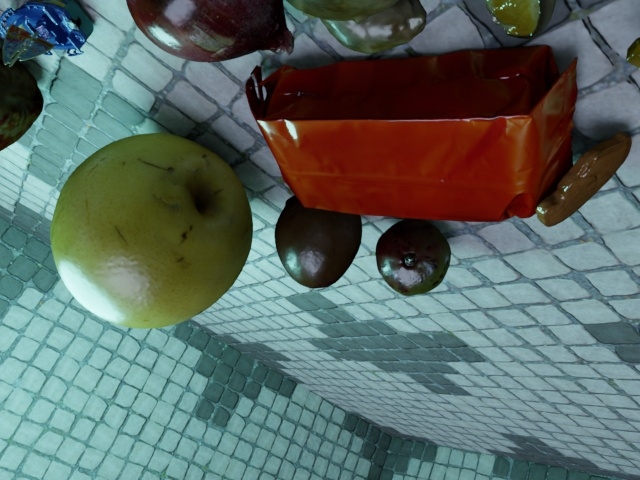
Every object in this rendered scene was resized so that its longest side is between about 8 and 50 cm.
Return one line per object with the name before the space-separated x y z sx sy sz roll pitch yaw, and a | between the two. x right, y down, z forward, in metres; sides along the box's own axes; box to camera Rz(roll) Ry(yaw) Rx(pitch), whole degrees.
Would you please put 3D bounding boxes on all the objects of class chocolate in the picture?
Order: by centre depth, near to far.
chocolate | 0.000 0.000 0.890 0.176 0.177 0.177 19 154 10

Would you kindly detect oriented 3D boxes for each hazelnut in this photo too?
hazelnut | -0.611 -0.239 0.890 0.217 0.234 0.218 7 113 17

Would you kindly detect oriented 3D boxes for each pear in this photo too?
pear | -0.291 -0.017 0.914 0.348 0.349 0.348 19 154 10

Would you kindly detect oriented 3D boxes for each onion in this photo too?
onion | -0.102 -0.253 0.535 0.159 0.160 0.194 -3 162 43

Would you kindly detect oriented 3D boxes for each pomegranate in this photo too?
pomegranate | 0.155 0.020 0.887 0.129 0.129 0.159 33 -164 -18

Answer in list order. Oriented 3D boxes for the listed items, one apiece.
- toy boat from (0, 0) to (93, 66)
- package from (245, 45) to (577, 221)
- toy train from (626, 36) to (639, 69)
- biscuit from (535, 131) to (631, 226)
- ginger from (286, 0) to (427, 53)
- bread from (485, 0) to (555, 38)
toy boat | -0.429 -0.299 0.757 0.174 0.110 0.091 10 151 29
package | 0.089 -0.125 0.642 0.423 0.123 0.196 8 148 27
toy train | 0.313 -0.168 0.357 0.091 0.136 0.228 24 152 0
biscuit | 0.304 -0.066 0.591 0.102 0.130 0.019 3 -140 -49
ginger | -0.020 -0.290 0.366 0.256 0.177 0.375 -6 144 40
bread | 0.160 -0.258 0.406 0.073 0.053 0.214 29 163 36
